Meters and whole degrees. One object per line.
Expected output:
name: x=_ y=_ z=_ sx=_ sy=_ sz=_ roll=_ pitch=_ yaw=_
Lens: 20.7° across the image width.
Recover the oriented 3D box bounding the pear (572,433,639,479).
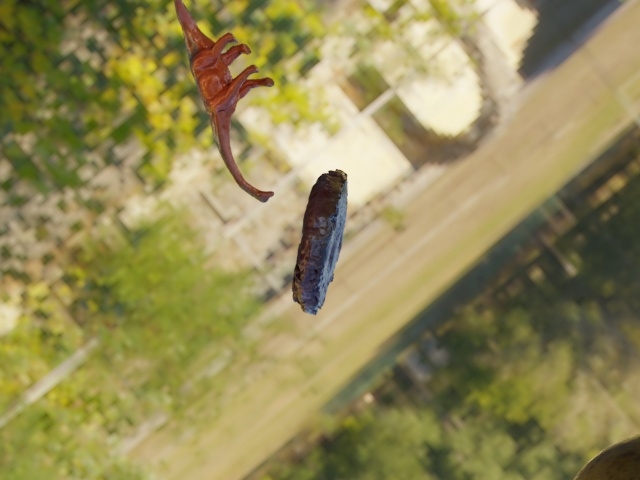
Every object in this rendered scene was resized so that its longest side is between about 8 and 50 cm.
pear: x=0.384 y=0.346 z=1.917 sx=0.281 sy=0.280 sz=0.281 roll=-39 pitch=174 yaw=-5

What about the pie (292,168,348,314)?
pie: x=0.000 y=0.000 z=1.716 sx=0.154 sy=0.036 sz=0.154 roll=12 pitch=90 yaw=-86

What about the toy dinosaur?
toy dinosaur: x=-0.108 y=-0.179 z=2.100 sx=0.101 sy=0.279 sz=0.055 roll=-26 pitch=-174 yaw=21
